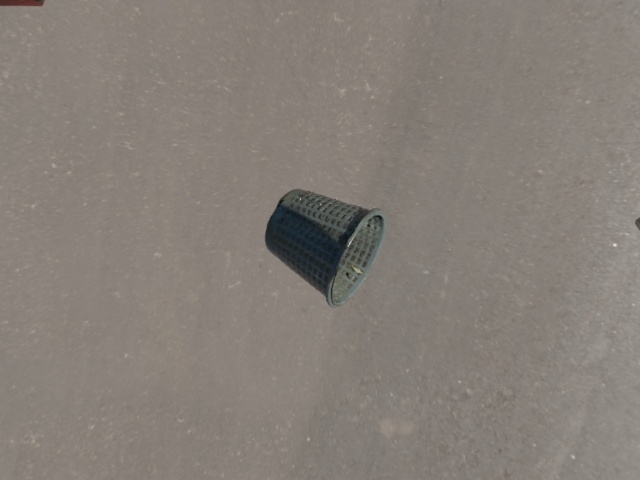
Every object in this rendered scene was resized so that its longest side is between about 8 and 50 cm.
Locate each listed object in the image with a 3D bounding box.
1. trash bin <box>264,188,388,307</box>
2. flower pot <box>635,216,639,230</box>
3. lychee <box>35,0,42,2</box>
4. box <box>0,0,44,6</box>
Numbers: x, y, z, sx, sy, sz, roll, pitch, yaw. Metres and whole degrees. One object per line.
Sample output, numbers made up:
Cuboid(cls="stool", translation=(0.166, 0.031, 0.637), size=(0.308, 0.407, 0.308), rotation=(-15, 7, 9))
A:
Cuboid(cls="trash bin", translation=(0.000, 0.000, 0.900), size=(0.161, 0.175, 0.176), rotation=(26, 98, 23))
Cuboid(cls="flower pot", translation=(0.788, -0.003, 0.949), size=(0.379, 0.379, 0.251), rotation=(36, 105, -6))
Cuboid(cls="lychee", translation=(-0.274, -0.345, 0.472), size=(0.320, 0.270, 0.270), rotation=(39, 97, 32))
Cuboid(cls="box", translation=(-0.403, -0.479, 0.745), size=(0.089, 0.197, 0.313), rotation=(38, 111, -10))
